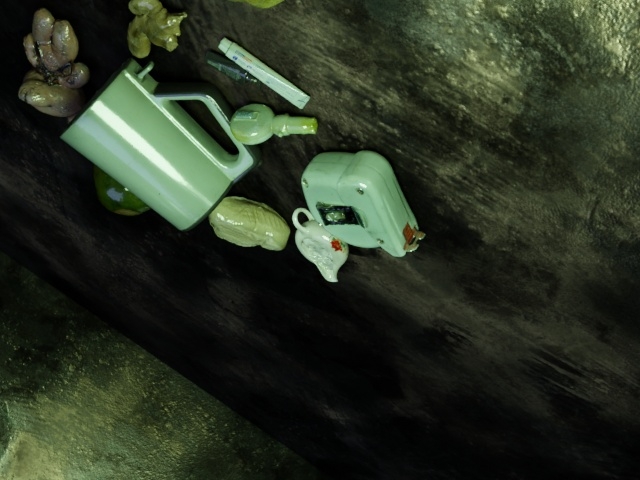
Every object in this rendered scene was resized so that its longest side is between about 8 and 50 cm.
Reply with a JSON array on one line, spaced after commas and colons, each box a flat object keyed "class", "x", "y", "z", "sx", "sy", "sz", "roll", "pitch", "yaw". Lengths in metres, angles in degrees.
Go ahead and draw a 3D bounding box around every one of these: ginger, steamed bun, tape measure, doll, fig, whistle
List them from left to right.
[{"class": "doll", "x": -0.680, "y": -0.422, "z": 1.845, "sx": 0.201, "sy": 0.156, "sz": 0.303, "roll": 33, "pitch": 145, "yaw": 10}, {"class": "fig", "x": -0.504, "y": -0.161, "z": 2.056, "sx": 0.244, "sy": 0.196, "sz": 0.195, "roll": 3, "pitch": 156, "yaw": -22}, {"class": "ginger", "x": -0.365, "y": -0.450, "z": 1.614, "sx": 0.133, "sy": 0.059, "sz": 0.214, "roll": 39, "pitch": 147, "yaw": -2}, {"class": "steamed bun", "x": -0.182, "y": -0.049, "z": 1.968, "sx": 0.212, "sy": 0.111, "sz": 0.231, "roll": 19, "pitch": 168, "yaw": -1}, {"class": "whistle", "x": -0.104, "y": -0.257, "z": 1.630, "sx": 0.198, "sy": 0.104, "sz": 0.057, "roll": 4, "pitch": 143, "yaw": 18}, {"class": "tape measure", "x": 0.083, "y": -0.080, "z": 1.673, "sx": 0.246, "sy": 0.125, "sz": 0.243, "roll": 5, "pitch": 139, "yaw": 36}]

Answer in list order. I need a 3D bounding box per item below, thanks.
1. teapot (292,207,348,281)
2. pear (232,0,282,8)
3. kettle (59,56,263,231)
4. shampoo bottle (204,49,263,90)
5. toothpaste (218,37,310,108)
[{"class": "teapot", "x": 0.000, "y": 0.000, "z": 1.887, "sx": 0.145, "sy": 0.092, "sz": 0.226, "roll": -9, "pitch": 129, "yaw": 43}, {"class": "pear", "x": -0.112, "y": -0.479, "z": 1.279, "sx": 0.167, "sy": 0.137, "sz": 0.167, "roll": 24, "pitch": 152, "yaw": 14}, {"class": "kettle", "x": -0.359, "y": -0.245, "z": 1.771, "sx": 0.361, "sy": 0.250, "sz": 0.376, "roll": -35, "pitch": 114, "yaw": 26}, {"class": "shampoo bottle", "x": -0.186, "y": -0.367, "z": 1.603, "sx": 0.137, "sy": 0.027, "sz": 0.048, "roll": 27, "pitch": 139, "yaw": 8}, {"class": "toothpaste", "x": -0.119, "y": -0.351, "z": 1.566, "sx": 0.218, "sy": 0.033, "sz": 0.052, "roll": 35, "pitch": 149, "yaw": -9}]
